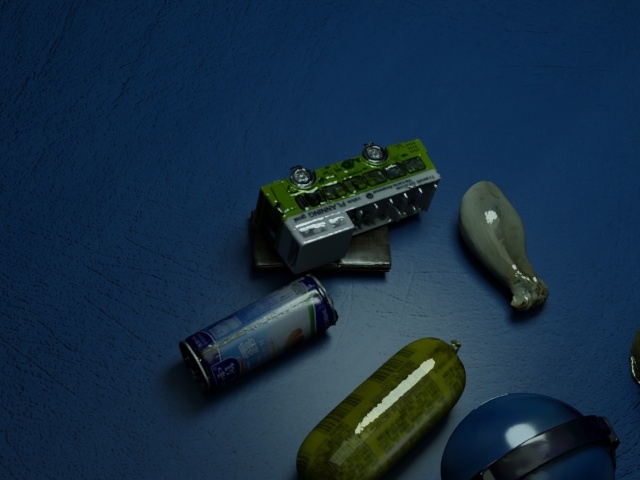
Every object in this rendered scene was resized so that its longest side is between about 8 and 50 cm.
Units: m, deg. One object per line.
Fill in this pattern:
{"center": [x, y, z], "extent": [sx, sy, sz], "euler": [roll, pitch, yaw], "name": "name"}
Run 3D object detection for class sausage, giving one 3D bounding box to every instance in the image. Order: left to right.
{"center": [0.092, 0.267, 1.624], "extent": [0.347, 0.123, 0.123], "euler": [-39, 71, -23], "name": "sausage"}

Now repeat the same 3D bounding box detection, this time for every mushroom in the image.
{"center": [0.304, 0.009, 1.810], "extent": [0.116, 0.093, 0.225], "euler": [-2, 54, -31], "name": "mushroom"}

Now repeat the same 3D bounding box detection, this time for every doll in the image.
{"center": [0.276, 0.344, 1.494], "extent": [0.284, 0.310, 0.240], "euler": [-22, 63, -17], "name": "doll"}

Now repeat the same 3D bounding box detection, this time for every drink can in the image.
{"center": [-0.094, 0.143, 1.693], "extent": [0.235, 0.097, 0.097], "euler": [-28, 67, -20], "name": "drink can"}

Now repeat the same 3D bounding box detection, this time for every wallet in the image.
{"center": [0.000, 0.000, 1.812], "extent": [0.230, 0.042, 0.124], "euler": [2, 55, -8], "name": "wallet"}

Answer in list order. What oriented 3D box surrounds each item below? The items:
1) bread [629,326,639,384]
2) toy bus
{"center": [0.584, 0.170, 1.701], "extent": [0.197, 0.170, 0.197], "euler": [2, 63, -5], "name": "bread"}
{"center": [0.051, -0.063, 1.776], "extent": [0.301, 0.113, 0.139], "euler": [-20, 62, -23], "name": "toy bus"}
